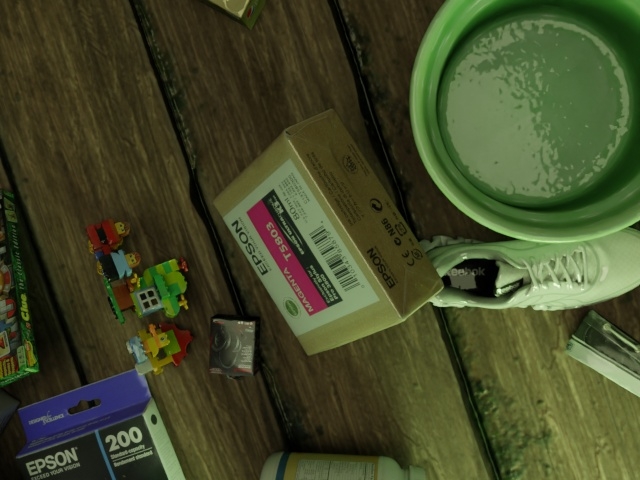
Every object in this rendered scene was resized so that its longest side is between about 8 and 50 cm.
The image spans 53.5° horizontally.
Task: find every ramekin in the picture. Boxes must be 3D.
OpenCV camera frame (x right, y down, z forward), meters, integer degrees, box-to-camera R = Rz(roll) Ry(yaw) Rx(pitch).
[{"bbox_3d":[0.251,-0.153,0.713,0.303,0.148,0.304,1,94,8],"label":"ramekin"}]

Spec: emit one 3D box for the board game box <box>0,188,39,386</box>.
[{"bbox_3d":[-0.451,0.070,0.832,0.136,0.030,0.260,-24,67,10],"label":"board game box"}]

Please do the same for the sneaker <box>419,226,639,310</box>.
[{"bbox_3d":[0.249,0.038,0.745,0.291,0.118,0.110,-7,91,6],"label":"sneaker"}]

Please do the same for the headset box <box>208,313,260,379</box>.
[{"bbox_3d":[-0.114,0.142,0.840,0.062,0.032,0.084,4,93,7],"label":"headset box"}]

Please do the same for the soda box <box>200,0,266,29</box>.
[{"bbox_3d":[-0.155,-0.342,0.798,0.181,0.058,0.061,31,97,4],"label":"soda box"}]

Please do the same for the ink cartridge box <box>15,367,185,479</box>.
[{"bbox_3d":[-0.306,0.304,0.872,0.206,0.045,0.208,-21,90,9],"label":"ink cartridge box"}]

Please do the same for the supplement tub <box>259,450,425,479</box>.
[{"bbox_3d":[0.028,0.338,0.779,0.199,0.144,0.145,1,94,7],"label":"supplement tub"}]

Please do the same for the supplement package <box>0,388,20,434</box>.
[{"bbox_3d":[-0.528,0.259,0.795,0.133,0.244,0.139,32,96,3],"label":"supplement package"}]

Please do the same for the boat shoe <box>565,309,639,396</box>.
[{"bbox_3d":[0.407,0.159,0.752,0.219,0.078,0.070,29,98,6],"label":"boat shoe"}]

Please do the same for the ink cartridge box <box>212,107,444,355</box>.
[{"bbox_3d":[0.000,0.000,0.736,0.235,0.088,0.193,57,141,1],"label":"ink cartridge box"}]

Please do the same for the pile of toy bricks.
[{"bbox_3d":[-0.220,0.059,0.823,0.105,0.118,0.212,-21,81,-24],"label":"pile of toy bricks"}]
